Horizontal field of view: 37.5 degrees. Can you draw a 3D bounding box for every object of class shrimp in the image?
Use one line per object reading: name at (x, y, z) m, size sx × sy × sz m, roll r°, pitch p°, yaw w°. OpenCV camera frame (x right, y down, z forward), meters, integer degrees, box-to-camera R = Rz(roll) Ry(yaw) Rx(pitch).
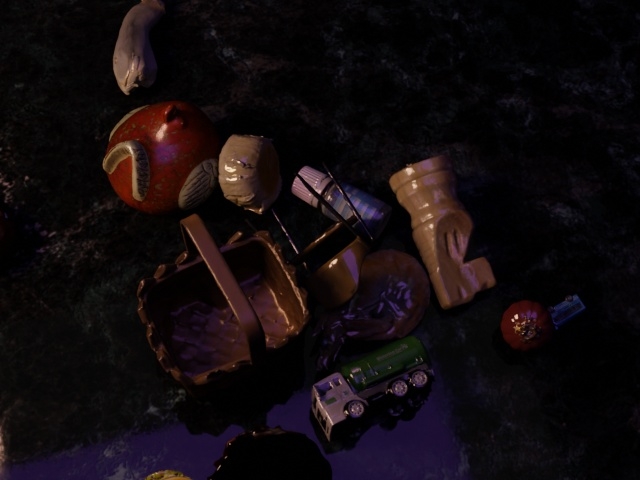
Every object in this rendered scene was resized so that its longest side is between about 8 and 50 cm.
shrimp at (0.098, 0.143, 1.813) m, size 0.168 × 0.077 × 0.317 m, roll 32°, pitch 62°, yaw 10°

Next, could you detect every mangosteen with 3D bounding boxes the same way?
mangosteen at (-0.685, -0.016, 1.810) m, size 0.200 × 0.200 × 0.199 m, roll 1°, pitch 62°, yaw -3°

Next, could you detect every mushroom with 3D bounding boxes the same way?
mushroom at (-0.402, -0.439, 2.088) m, size 0.096 × 0.099 × 0.278 m, roll 6°, pitch 58°, yaw -6°

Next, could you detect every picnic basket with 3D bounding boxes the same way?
picnic basket at (-0.172, 0.116, 1.678) m, size 0.291 × 0.321 × 0.254 m, roll -25°, pitch 69°, yaw -13°

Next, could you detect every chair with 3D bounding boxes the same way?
chair at (0.000, 0.000, 1.818) m, size 0.247 × 0.159 × 0.172 m, roll 51°, pitch 25°, yaw 3°

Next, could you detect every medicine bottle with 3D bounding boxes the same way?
medicine bottle at (0.041, -0.079, 1.923) m, size 0.203 × 0.083 × 0.083 m, roll 27°, pitch 64°, yaw 12°

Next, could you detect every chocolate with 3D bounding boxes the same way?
chocolate at (-0.112, 0.408, 1.643) m, size 0.224 × 0.177 × 0.206 m, roll -8°, pitch 106°, yaw -22°

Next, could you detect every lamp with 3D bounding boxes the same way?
lamp at (0.396, 0.164, 1.808) m, size 0.101 × 0.090 × 0.101 m, roll 1°, pitch 99°, yaw 5°

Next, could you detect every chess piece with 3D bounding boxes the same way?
chess piece at (0.246, -0.013, 1.892) m, size 0.137 × 0.137 × 0.300 m, roll -15°, pitch 76°, yaw -11°

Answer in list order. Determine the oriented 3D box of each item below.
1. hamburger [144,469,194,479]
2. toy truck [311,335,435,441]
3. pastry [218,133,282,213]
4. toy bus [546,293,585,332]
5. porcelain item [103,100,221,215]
hamburger at (-0.253, 0.462, 1.617) m, size 0.141 × 0.081 × 0.126 m, roll 26°, pitch 65°, yaw -3°
toy truck at (0.100, 0.267, 1.732) m, size 0.243 × 0.101 × 0.125 m, roll -23°, pitch 61°, yaw -18°
pastry at (-0.141, -0.140, 1.912) m, size 0.088 × 0.166 × 0.165 m, roll 3°, pitch 59°, yaw 26°
toy bus at (0.476, 0.143, 1.854) m, size 0.083 × 0.038 × 0.046 m, roll -28°, pitch 70°, yaw -16°
porcelain item at (-0.312, -0.183, 1.877) m, size 0.253 × 0.253 × 0.253 m, roll 1°, pitch 62°, yaw -3°
